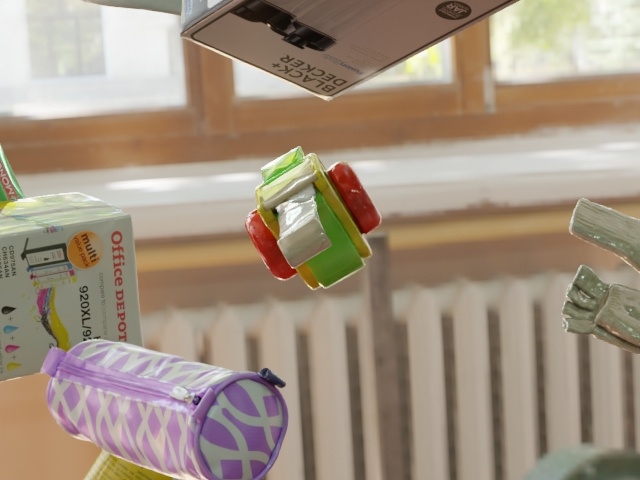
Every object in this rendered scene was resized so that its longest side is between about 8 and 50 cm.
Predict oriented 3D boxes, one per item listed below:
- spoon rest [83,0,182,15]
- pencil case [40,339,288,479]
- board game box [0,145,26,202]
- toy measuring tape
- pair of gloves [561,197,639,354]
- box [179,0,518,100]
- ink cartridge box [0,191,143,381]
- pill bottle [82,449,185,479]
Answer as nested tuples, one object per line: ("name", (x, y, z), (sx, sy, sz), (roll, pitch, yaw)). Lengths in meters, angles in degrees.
("spoon rest", (-0.154, -0.294, 1.773), (0.276, 0.084, 0.137), (0, 23, 7))
("pencil case", (-0.114, 0.121, 1.082), (0.088, 0.086, 0.206), (31, -17, -38))
("board game box", (-0.525, -0.019, 2.020), (0.317, 0.213, 0.046), (-24, 3, 31))
("toy measuring tape", (0.000, 0.000, 1.276), (0.121, 0.121, 0.330), (-4, 14, -4))
("pair of gloves", (0.364, 0.055, 1.667), (0.204, 0.042, 0.240), (19, 36, -2))
("box", (0.041, -0.220, 1.186), (0.169, 0.087, 0.290), (20, -29, -37))
("ink cartridge box", (-0.345, 0.052, 1.736), (0.233, 0.171, 0.168), (-10, 17, -29))
("pill bottle", (-0.216, 0.313, 1.714), (0.136, 0.245, 0.136), (33, -3, 2))
